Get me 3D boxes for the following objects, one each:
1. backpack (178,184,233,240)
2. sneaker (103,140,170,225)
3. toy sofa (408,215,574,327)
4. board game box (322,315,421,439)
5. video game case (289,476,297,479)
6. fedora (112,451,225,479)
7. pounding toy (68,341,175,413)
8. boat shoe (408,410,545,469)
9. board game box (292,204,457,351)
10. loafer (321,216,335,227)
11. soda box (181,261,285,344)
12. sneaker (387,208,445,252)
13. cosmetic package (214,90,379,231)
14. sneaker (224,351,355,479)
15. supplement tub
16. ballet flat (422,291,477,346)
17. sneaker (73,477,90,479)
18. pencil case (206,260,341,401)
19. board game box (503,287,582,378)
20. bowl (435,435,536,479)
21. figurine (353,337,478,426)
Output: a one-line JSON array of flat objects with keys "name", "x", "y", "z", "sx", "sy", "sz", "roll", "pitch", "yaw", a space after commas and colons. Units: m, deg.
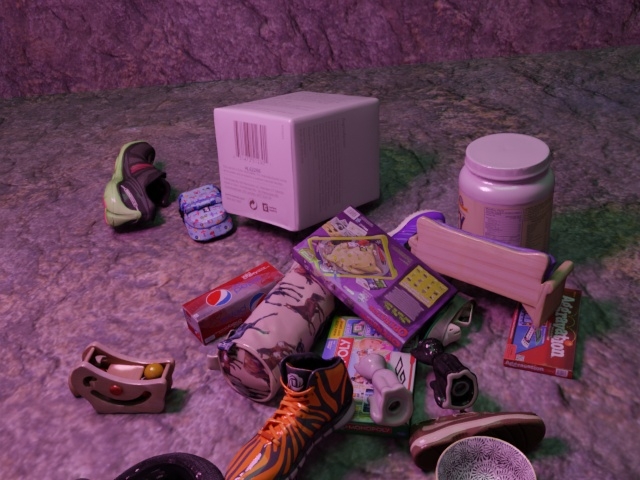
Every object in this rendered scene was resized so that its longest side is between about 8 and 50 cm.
[{"name": "backpack", "x": -0.361, "y": -0.081, "z": 1.995, "sx": 0.158, "sy": 0.117, "sz": 0.173, "roll": -17, "pitch": 37, "yaw": -12}, {"name": "sneaker", "x": -0.623, "y": -0.190, "z": 2.199, "sx": 0.202, "sy": 0.185, "sz": 0.483, "roll": 6, "pitch": 35, "yaw": -11}, {"name": "toy sofa", "x": 0.399, "y": 0.047, "z": 1.504, "sx": 0.363, "sy": 0.177, "sz": 0.150, "roll": 20, "pitch": 28, "yaw": 33}, {"name": "board game box", "x": 0.105, "y": 0.291, "z": 1.399, "sx": 0.214, "sy": 0.046, "sz": 0.317, "roll": 1, "pitch": 35, "yaw": 13}, {"name": "video game case", "x": -0.118, "y": 0.535, "z": 1.073, "sx": 0.196, "sy": 0.026, "sz": 0.274, "roll": -19, "pitch": 35, "yaw": 1}, {"name": "fedora", "x": -0.265, "y": 0.520, "z": 1.015, "sx": 0.334, "sy": 0.152, "sz": 0.334, "roll": -18, "pitch": 35, "yaw": 13}, {"name": "pounding toy", "x": -0.456, "y": 0.286, "z": 1.429, "sx": 0.270, "sy": 0.154, "sz": 0.155, "roll": -3, "pitch": 34, "yaw": 8}, {"name": "boat shoe", "x": 0.295, "y": 0.360, "z": 1.214, "sx": 0.257, "sy": 0.095, "sz": 0.095, "roll": -9, "pitch": 28, "yaw": -1}, {"name": "board game box", "x": 0.126, "y": 0.079, "z": 1.497, "sx": 0.347, "sy": 0.056, "sz": 0.208, "roll": 41, "pitch": 55, "yaw": 21}, {"name": "loafer", "x": 0.000, "y": 0.000, "z": 1.827, "sx": 0.078, "sy": 0.076, "sz": 0.223, "roll": 8, "pitch": 39, "yaw": 8}, {"name": "soda box", "x": -0.217, "y": 0.158, "z": 1.632, "sx": 0.263, "sy": 0.083, "sz": 0.092, "roll": -27, "pitch": 39, "yaw": -27}, {"name": "sneaker", "x": 0.242, "y": 0.024, "z": 1.727, "sx": 0.293, "sy": 0.102, "sz": 0.146, "roll": -28, "pitch": 37, "yaw": -14}, {"name": "cosmetic package", "x": -0.060, "y": -0.260, "z": 1.923, "sx": 0.329, "sy": 0.327, "sz": 0.394, "roll": 17, "pitch": 29, "yaw": 40}, {"name": "sneaker", "x": -0.066, "y": 0.320, "z": 1.177, "sx": 0.125, "sy": 0.180, "sz": 0.321, "roll": 16, "pitch": 39, "yaw": 38}, {"name": "supplement tub", "x": 0.477, "y": -0.088, "z": 1.633, "sx": 0.235, "sy": 0.324, "sz": 0.235, "roll": -6, "pitch": 33, "yaw": 4}, {"name": "ballet flat", "x": 0.309, "y": 0.195, "z": 1.476, "sx": 0.068, "sy": 0.072, "sz": 0.213, "roll": 19, "pitch": 41, "yaw": 28}, {"name": "sneaker", "x": -0.499, "y": 0.545, "z": 1.108, "sx": 0.270, "sy": 0.090, "sz": 0.145, "roll": -28, "pitch": 36, "yaw": -32}, {"name": "pencil case", "x": -0.084, "y": 0.182, "z": 1.499, "sx": 0.184, "sy": 0.160, "sz": 0.410, "roll": 23, "pitch": 43, "yaw": 18}, {"name": "board game box", "x": 0.520, "y": 0.199, "z": 1.464, "sx": 0.145, "sy": 0.027, "sz": 0.281, "roll": 8, "pitch": 37, "yaw": 21}, {"name": "bowl", "x": 0.289, "y": 0.437, "z": 1.108, "sx": 0.170, "sy": 0.080, "sz": 0.170, "roll": -5, "pitch": 34, "yaw": 4}, {"name": "figurine", "x": 0.182, "y": 0.274, "z": 1.291, "sx": 0.215, "sy": 0.092, "sz": 0.209, "roll": -12, "pitch": 19, "yaw": -7}]
